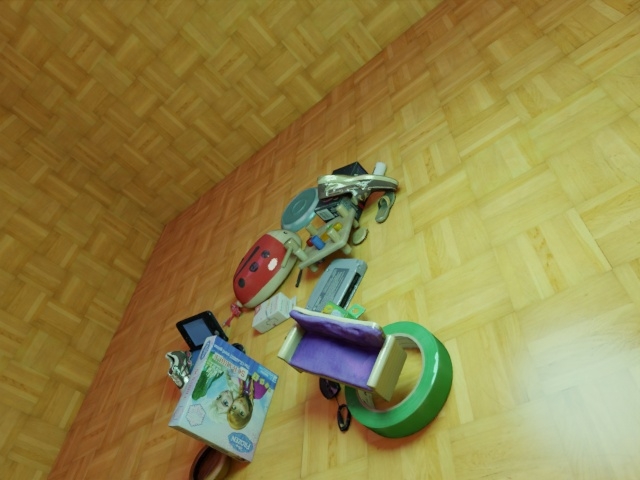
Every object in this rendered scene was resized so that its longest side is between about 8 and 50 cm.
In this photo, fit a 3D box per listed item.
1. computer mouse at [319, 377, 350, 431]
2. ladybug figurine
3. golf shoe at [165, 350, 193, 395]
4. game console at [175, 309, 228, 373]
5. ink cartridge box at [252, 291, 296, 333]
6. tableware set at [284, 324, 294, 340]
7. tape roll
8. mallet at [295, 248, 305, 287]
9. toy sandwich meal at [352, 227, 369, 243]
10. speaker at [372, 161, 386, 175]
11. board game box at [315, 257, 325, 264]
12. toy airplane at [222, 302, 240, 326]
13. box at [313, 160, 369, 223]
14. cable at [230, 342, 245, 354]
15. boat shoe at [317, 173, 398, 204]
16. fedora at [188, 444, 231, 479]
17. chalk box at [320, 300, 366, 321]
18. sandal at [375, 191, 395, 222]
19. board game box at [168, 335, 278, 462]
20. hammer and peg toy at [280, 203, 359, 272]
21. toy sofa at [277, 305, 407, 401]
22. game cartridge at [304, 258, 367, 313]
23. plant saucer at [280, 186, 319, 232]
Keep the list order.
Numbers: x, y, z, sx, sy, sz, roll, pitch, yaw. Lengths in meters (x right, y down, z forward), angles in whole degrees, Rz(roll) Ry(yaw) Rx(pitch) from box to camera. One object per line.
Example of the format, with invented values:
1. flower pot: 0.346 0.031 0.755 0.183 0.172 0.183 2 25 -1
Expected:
1. computer mouse: 0.040 0.496 1.471 0.071 0.041 0.242 -44 29 6
2. ladybug figurine: -0.274 0.121 2.244 0.305 0.162 0.449 9 62 57
3. golf shoe: -0.631 0.624 2.111 0.105 0.120 0.273 -46 49 21
4. game console: -0.594 0.503 2.216 0.293 0.250 0.173 -24 10 37
5. ink cartridge box: -0.198 0.303 2.011 0.198 0.067 0.115 -34 31 24
6. tableware set: -0.093 0.396 1.802 0.104 0.024 0.154 -56 30 -9
7. tape roll: 0.215 0.387 1.328 0.321 0.077 0.321 -34 30 24
8. mallet: -0.081 0.120 2.104 0.062 0.039 0.190 -51 22 49
9. toy sandwich meal: 0.167 -0.017 1.950 0.085 0.029 0.085 -35 34 27
10. speaker: 0.260 -0.293 2.136 0.055 0.055 0.136 -14 43 46
11. board game box: -0.011 0.070 2.092 0.090 0.020 0.090 -23 36 39
12. toy airplane: -0.428 0.363 2.296 0.151 0.028 0.151 -36 30 24
13. box: 0.111 -0.205 2.138 0.165 0.143 0.270 -14 43 45
14. cable: -0.393 0.521 2.031 0.184 0.047 0.150 -18 40 42
15. boat shoe: 0.155 -0.207 1.961 0.123 0.342 0.123 83 -171 -84
16. fedora: -0.373 0.790 1.634 0.194 0.079 0.194 -33 26 19
17. chalk box: 0.066 0.300 1.581 0.213 0.132 0.132 -53 29 -9
18. sandal: 0.264 -0.152 1.956 0.072 0.049 0.180 -16 38 44
19. board game box: -0.317 0.546 1.612 0.066 0.318 0.318 -21 39 40
20. hammer and peg toy: -0.012 0.019 1.977 0.361 0.127 0.266 -31 23 31
21. toy sofa: 0.043 0.315 1.329 0.362 0.177 0.150 4 56 42
22. game cartridge: 0.047 0.203 1.815 0.198 0.062 0.297 -6 49 57
23. plant saucer: -0.105 -0.172 2.504 0.317 0.043 0.317 -33 32 24
